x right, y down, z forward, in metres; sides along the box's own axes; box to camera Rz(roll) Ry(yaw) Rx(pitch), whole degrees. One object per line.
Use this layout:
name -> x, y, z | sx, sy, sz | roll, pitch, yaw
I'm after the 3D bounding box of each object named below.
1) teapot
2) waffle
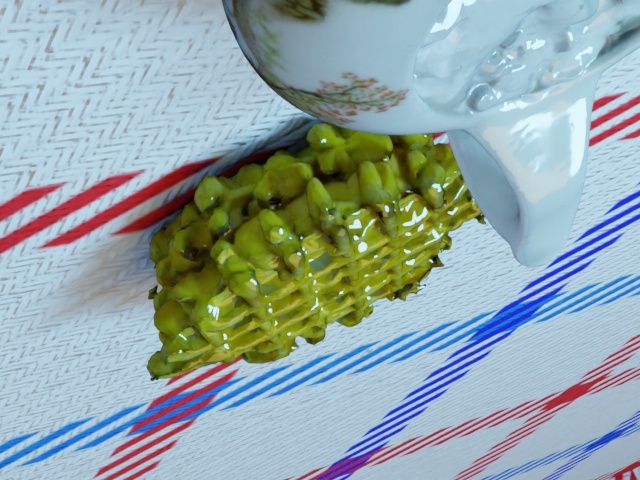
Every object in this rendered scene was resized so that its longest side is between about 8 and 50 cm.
teapot -> 0.068, -0.102, 0.496 | 0.204, 0.139, 0.298 | -27, 160, -5
waffle -> 0.000, 0.000, 0.772 | 0.197, 0.070, 0.193 | -15, 157, -36
